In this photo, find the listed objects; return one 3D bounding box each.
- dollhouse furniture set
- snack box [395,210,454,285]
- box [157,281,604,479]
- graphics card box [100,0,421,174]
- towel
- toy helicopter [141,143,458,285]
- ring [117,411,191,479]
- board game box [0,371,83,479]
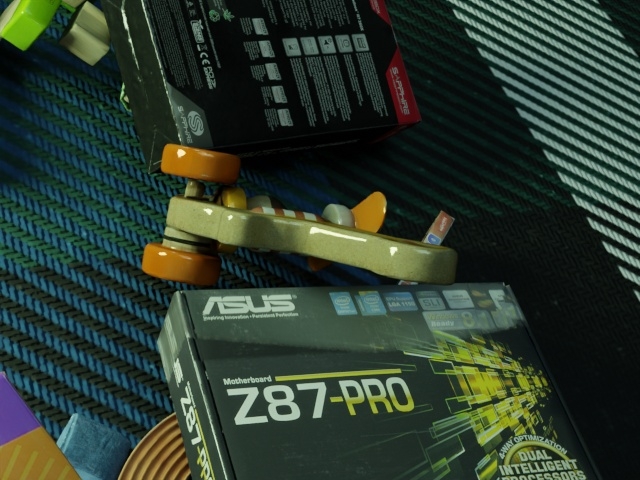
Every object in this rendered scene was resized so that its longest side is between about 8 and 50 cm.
[{"bbox_3d":[-0.239,-0.229,1.522,0.301,0.151,0.197,34,57,-25],"label":"dollhouse furniture set"},{"bbox_3d":[0.108,0.039,1.443,0.022,0.064,0.178,31,45,4],"label":"snack box"},{"bbox_3d":[0.065,0.192,1.221,0.395,0.097,0.318,0,46,-24],"label":"box"},{"bbox_3d":[-0.065,-0.219,1.492,0.371,0.094,0.233,-12,84,-40],"label":"graphics card box"},{"bbox_3d":[-0.225,0.220,1.150,0.067,0.029,0.119,25,44,-4],"label":"towel"},{"bbox_3d":[0.000,0.000,1.285,0.355,0.140,0.235,14,4,40],"label":"toy helicopter"},{"bbox_3d":[-0.038,0.292,1.174,0.336,0.032,0.336,13,47,-14],"label":"ring"},{"bbox_3d":[-0.277,0.374,0.758,0.356,0.356,0.356,-25,64,-39],"label":"board game box"}]
